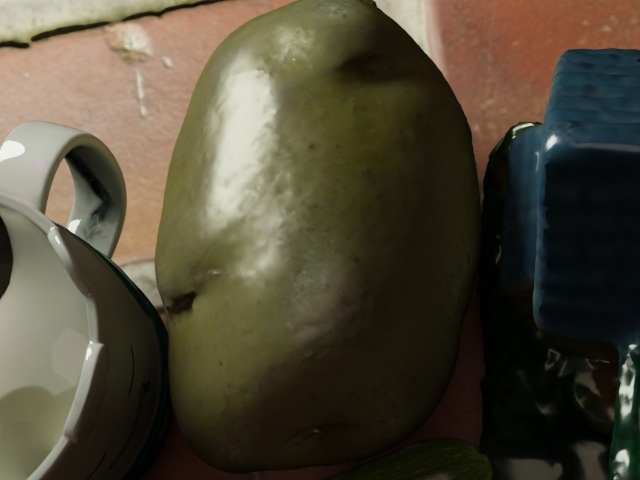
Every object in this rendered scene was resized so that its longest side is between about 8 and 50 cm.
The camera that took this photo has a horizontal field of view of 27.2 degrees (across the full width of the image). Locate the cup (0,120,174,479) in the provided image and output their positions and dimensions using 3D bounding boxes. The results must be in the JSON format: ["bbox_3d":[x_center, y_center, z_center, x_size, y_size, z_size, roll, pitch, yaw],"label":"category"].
[{"bbox_3d":[-0.211,0.062,0.924,0.219,0.257,0.290,13,80,12],"label":"cup"}]

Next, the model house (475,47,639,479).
[{"bbox_3d":[0.249,0.076,0.798,0.334,0.342,0.382,4,78,10],"label":"model house"}]

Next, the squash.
[{"bbox_3d":[0.004,0.186,0.861,0.228,0.066,0.066,-20,75,9],"label":"squash"}]

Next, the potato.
[{"bbox_3d":[0.000,0.000,0.911,0.221,0.243,0.326,-1,63,4],"label":"potato"}]
